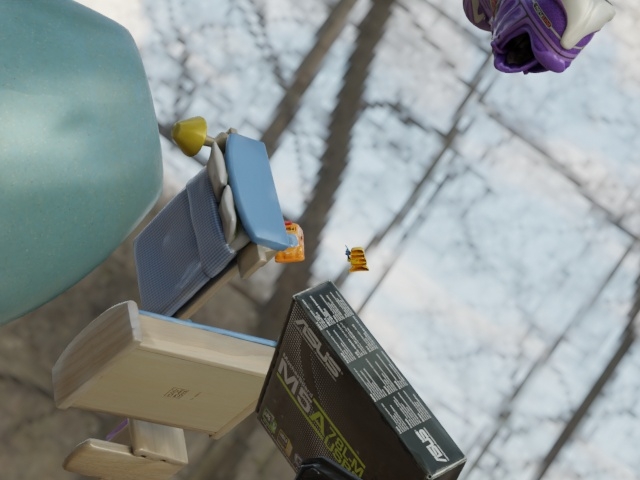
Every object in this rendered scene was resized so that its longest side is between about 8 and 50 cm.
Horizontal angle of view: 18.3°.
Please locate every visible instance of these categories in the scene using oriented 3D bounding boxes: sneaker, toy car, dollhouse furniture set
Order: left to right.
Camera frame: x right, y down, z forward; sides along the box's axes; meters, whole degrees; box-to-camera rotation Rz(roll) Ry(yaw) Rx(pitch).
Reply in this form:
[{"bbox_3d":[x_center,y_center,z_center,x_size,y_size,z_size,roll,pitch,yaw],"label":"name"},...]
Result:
[{"bbox_3d":[-0.195,0.050,2.048,0.198,0.286,0.303,17,47,-37],"label":"dollhouse furniture set"},{"bbox_3d":[0.000,0.000,2.218,0.122,0.060,0.040,4,-56,16],"label":"toy car"},{"bbox_3d":[0.127,-0.145,1.315,0.068,0.071,0.170,32,0,-18],"label":"sneaker"}]

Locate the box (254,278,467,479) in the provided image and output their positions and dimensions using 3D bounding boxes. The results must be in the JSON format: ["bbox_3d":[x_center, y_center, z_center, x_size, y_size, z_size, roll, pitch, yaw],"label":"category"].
[{"bbox_3d":[0.027,0.157,1.604,0.190,0.045,0.184,53,-28,23],"label":"box"}]

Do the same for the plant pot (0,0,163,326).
[{"bbox_3d":[-0.230,-0.080,1.523,0.290,0.195,0.290,167,-90,-78],"label":"plant pot"}]

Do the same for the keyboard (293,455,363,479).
[{"bbox_3d":[0.078,0.299,1.300,0.317,0.201,0.033,33,16,24],"label":"keyboard"}]
